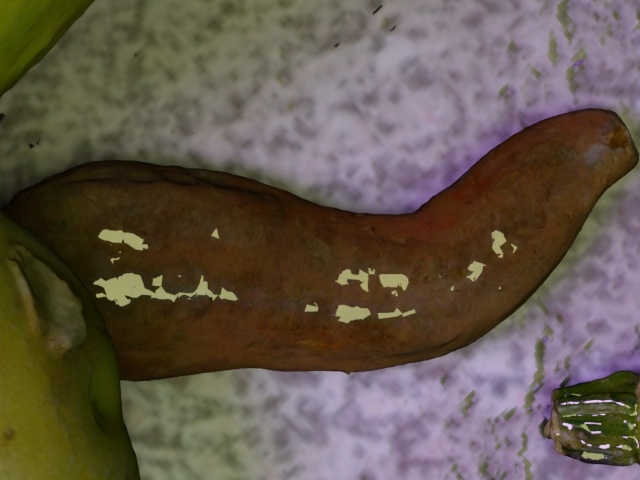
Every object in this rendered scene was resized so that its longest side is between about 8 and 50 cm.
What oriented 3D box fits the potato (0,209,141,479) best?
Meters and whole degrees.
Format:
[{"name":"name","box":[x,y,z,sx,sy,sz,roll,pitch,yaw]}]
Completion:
[{"name":"potato","box":[-0.177,0.054,0.583,0.253,0.148,0.186,20,135,-1]}]

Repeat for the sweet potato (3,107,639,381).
[{"name":"sweet potato","box":[0.002,0.006,0.659,0.233,0.062,0.081,-7,100,-12]}]

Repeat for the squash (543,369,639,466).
[{"name":"squash","box":[0.206,0.038,0.696,0.252,0.066,0.066,-20,102,-6]}]

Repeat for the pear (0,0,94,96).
[{"name":"pear","box":[-0.175,-0.191,0.426,0.391,0.391,0.391,-2,100,-10]}]
